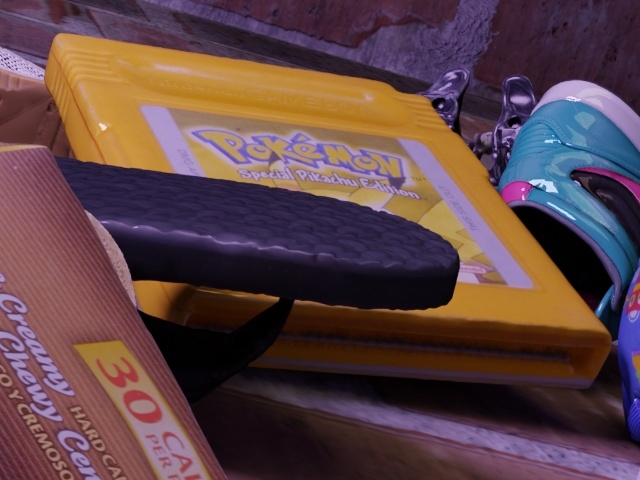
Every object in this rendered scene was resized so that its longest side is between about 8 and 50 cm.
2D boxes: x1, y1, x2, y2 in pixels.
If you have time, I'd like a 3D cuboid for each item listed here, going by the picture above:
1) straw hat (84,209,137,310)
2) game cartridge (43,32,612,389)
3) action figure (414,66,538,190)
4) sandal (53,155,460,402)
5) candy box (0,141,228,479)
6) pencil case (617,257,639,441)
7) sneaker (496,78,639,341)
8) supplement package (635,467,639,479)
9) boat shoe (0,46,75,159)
[{"bbox_3d":[-0.146,0.048,0.734,0.144,0.144,0.061,18,-28,6],"label":"straw hat"},{"bbox_3d":[-0.006,-0.027,1.123,0.285,0.053,0.324,6,32,-26],"label":"game cartridge"},{"bbox_3d":[0.149,-0.030,1.444,0.164,0.141,0.276,14,-17,25],"label":"action figure"},{"bbox_3d":[-0.158,0.021,0.848,0.445,0.107,0.167,2,15,-9],"label":"sandal"},{"bbox_3d":[-0.164,0.060,0.428,0.316,0.087,0.183,1,52,-53],"label":"candy box"},{"bbox_3d":[0.331,0.086,1.061,0.306,0.133,0.119,7,-28,4],"label":"pencil case"},{"bbox_3d":[0.224,0.044,1.233,0.295,0.124,0.178,46,51,-5],"label":"sneaker"},{"bbox_3d":[0.263,0.127,0.654,0.199,0.198,0.263,15,11,-17],"label":"supplement package"},{"bbox_3d":[-0.271,-0.106,1.277,0.277,0.098,0.096,22,7,-31],"label":"boat shoe"}]
